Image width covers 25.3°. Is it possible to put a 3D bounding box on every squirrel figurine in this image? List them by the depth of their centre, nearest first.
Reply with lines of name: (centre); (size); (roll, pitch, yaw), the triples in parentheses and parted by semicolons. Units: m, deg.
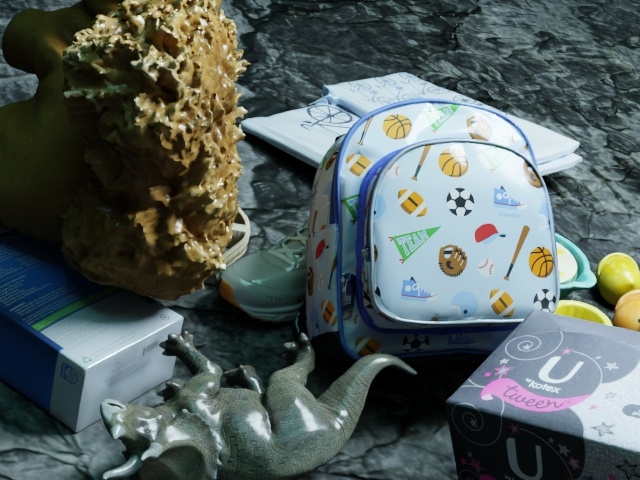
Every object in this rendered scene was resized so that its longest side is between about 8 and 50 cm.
squirrel figurine: (-0.161, -0.160, 1.358); (0.281, 0.370, 0.397); (17, 13, -31)

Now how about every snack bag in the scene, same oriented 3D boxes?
snack bag: (0.110, -0.134, 1.824); (0.343, 0.037, 0.323); (-17, 35, -41)

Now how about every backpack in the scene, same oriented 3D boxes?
backpack: (0.107, -0.007, 1.408); (0.277, 0.213, 0.263); (1, 72, -21)

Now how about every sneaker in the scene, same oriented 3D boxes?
sneaker: (0.000, 0.000, 1.515); (0.262, 0.121, 0.099); (-17, 41, -40)

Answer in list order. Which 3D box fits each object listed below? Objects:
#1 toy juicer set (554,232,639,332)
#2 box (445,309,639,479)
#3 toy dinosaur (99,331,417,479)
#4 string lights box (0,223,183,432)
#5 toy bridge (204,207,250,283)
toy juicer set: (0.264, 0.018, 1.619); (0.209, 0.089, 0.329); (-8, 36, -31)
box: (0.256, 0.174, 1.217); (0.247, 0.142, 0.163); (11, 35, 37)
toy dinosaur: (-0.060, 0.164, 1.261); (0.314, 0.121, 0.160); (3, 44, -25)
string lights box: (-0.273, 0.062, 1.350); (0.260, 0.076, 0.133); (30, 34, 26)
toy bridge: (-0.110, -0.008, 1.578); (0.063, 0.026, 0.188); (9, 31, -9)
